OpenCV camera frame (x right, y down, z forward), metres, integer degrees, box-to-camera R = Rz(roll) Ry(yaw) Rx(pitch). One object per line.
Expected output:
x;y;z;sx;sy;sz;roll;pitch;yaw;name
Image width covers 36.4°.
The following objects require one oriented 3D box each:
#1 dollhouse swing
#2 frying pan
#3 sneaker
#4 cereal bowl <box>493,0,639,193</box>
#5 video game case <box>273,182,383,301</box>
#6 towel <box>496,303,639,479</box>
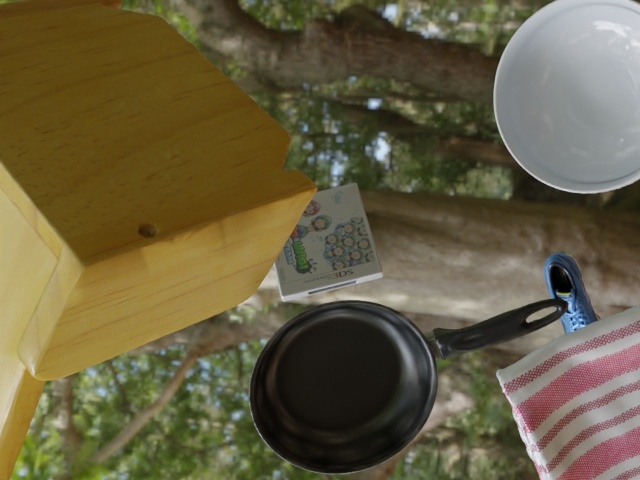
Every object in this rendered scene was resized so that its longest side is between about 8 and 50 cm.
-0.240;0.001;0.903;0.315;0.347;0.305;-21;-39;-37;dollhouse swing
0.070;0.105;0.998;0.197;0.326;0.053;45;-174;-20;frying pan
0.437;0.122;1.685;0.082;0.069;0.209;-24;-87;-64;sneaker
0.483;-0.256;1.707;0.141;0.338;0.339;-13;-71;-59;cereal bowl
0.000;0.000;1.362;0.019;0.143;0.157;78;178;-57;video game case
0.195;0.123;0.542;0.029;0.144;0.197;-119;3;-70;towel
